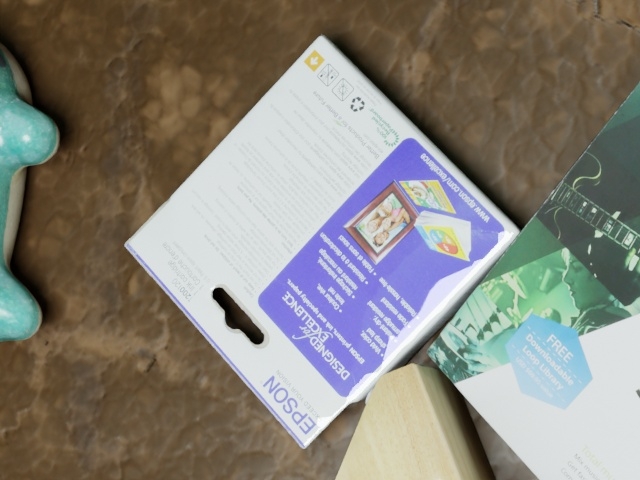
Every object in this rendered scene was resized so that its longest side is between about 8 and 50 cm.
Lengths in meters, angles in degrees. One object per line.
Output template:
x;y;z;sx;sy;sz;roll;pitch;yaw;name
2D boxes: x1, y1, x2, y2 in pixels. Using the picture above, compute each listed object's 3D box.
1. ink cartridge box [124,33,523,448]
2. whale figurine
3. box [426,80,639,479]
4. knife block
0.000;0.000;0.972;0.208;0.045;0.206;-46;70;8;ink cartridge box
-0.296;-0.043;1.041;0.216;0.141;0.272;-21;76;17;whale figurine
0.229;0.038;0.806;0.232;0.058;0.322;47;123;20;box
0.104;0.243;0.873;0.242;0.088;0.275;22;90;22;knife block
